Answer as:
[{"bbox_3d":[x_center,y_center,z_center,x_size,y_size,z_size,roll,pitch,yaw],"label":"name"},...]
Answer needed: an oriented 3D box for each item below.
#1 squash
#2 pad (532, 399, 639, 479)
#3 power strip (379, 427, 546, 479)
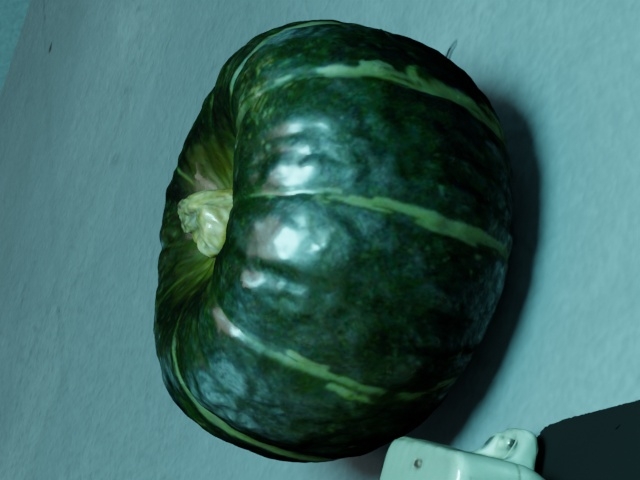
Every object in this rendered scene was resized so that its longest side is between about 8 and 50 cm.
[{"bbox_3d":[0.000,0.000,0.995,0.252,0.165,0.252,-43,39,48],"label":"squash"},{"bbox_3d":[0.149,0.147,0.752,0.267,0.004,0.181,-26,51,61],"label":"pad"},{"bbox_3d":[0.035,0.250,0.860,0.098,0.058,0.338,-1,74,69],"label":"power strip"}]
